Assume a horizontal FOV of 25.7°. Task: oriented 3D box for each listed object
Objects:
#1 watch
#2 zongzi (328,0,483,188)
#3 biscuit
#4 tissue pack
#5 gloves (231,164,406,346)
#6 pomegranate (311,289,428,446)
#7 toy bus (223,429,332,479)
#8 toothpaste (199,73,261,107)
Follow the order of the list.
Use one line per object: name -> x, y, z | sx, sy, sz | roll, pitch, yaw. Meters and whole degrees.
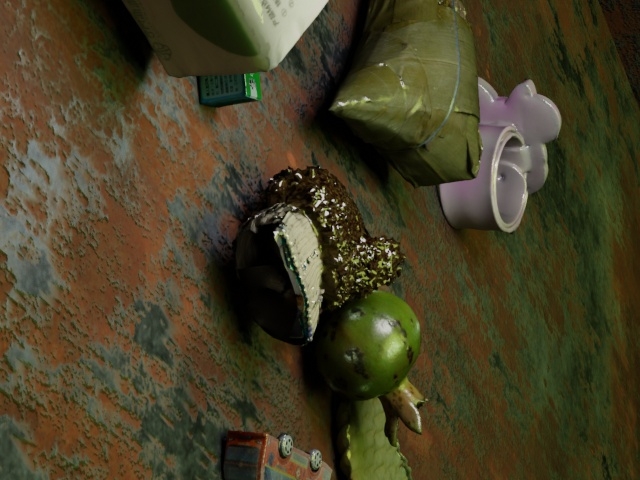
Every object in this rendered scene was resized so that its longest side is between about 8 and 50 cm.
watch -> 0.307, -0.140, 2.490 | 0.217, 0.210, 0.248 | -50, 137, -49
zongzi -> 0.104, -0.293, 2.088 | 0.393, 0.174, 0.356 | 23, 58, -56
biscuit -> 0.070, 0.300, 1.986 | 0.187, 0.036, 0.274 | -52, 130, -59
tissue pack -> -0.129, -0.386, 1.481 | 0.266, 0.193, 0.356 | -57, 133, -34
gloves -> -0.004, 0.006, 1.768 | 0.210, 0.135, 0.312 | 54, 26, -14
pomegranate -> 0.067, 0.169, 1.883 | 0.156, 0.156, 0.220 | -49, 130, -60
toy bus -> -0.050, 0.276, 1.685 | 0.192, 0.065, 0.077 | 38, 57, -58
toothpaste -> -0.121, -0.297, 1.691 | 0.050, 0.065, 0.267 | 5, 78, -69
